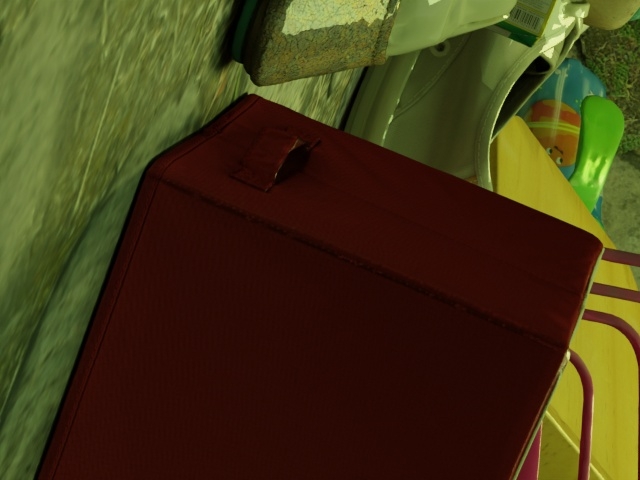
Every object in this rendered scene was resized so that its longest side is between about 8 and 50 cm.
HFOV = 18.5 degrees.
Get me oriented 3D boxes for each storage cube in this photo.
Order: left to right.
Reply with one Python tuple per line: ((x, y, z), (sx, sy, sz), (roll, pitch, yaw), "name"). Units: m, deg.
((0.002, 0.067, 0.910), (0.184, 0.193, 0.215), (-49, 160, -71), "storage cube")

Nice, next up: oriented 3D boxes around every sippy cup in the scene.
((0.242, -0.100, 2.344), (0.240, 0.305, 0.224), (39, 60, -55), "sippy cup")

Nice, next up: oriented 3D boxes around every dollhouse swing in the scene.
((0.117, 0.126, 1.647), (0.315, 0.347, 0.305), (-32, -143, 14), "dollhouse swing")

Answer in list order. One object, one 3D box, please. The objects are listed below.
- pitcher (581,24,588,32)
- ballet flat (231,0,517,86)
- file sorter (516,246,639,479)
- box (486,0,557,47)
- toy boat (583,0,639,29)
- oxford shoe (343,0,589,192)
((0.172, -0.210, 1.800), (0.178, 0.125, 0.207), (-44, -179, 45), "pitcher")
((0.059, -0.161, 0.960), (0.316, 0.106, 0.108), (-60, 171, -47), "ballet flat")
((0.119, 0.128, 1.170), (0.290, 0.182, 0.202), (153, -54, -62), "file sorter")
((0.135, -0.235, 1.344), (0.043, 0.105, 0.179), (132, -19, -84), "box")
((0.281, -0.305, 1.538), (0.318, 0.148, 0.268), (-23, -121, 56), "toy boat")
((0.146, -0.213, 1.444), (0.169, 0.130, 0.449), (73, 39, -78), "oxford shoe")
